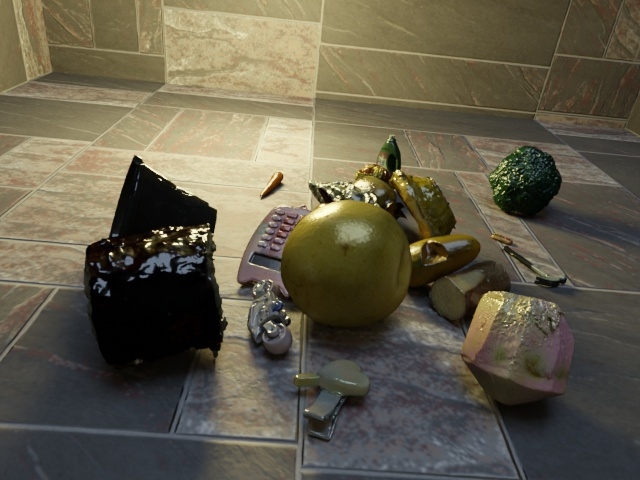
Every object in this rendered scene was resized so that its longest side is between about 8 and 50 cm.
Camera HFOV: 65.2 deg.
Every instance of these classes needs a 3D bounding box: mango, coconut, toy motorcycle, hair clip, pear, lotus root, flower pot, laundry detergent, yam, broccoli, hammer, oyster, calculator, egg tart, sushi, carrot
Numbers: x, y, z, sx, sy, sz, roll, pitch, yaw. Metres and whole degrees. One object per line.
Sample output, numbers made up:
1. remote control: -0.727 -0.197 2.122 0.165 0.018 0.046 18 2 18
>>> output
1. mango: 0.344 0.053 1.496 0.262 0.129 0.167 -22 0 6
2. coconut: 0.448 0.252 1.145 0.233 0.245 0.233 19 -11 4
3. toy motorcycle: -0.138 0.194 1.276 0.113 0.112 0.254 -3 32 -16
4. hair clip: 0.020 0.327 1.094 0.159 0.071 0.218 15 26 19
5. pear: 0.070 0.060 1.304 0.349 0.347 0.348 5 29 -3
6. lotus root: 0.210 -0.149 1.882 0.154 0.153 0.278 -12 36 -30
7. flower pot: -0.454 -0.035 1.428 0.251 0.379 0.379 16 23 -28
8. laundry detergent: 0.308 -0.360 2.211 0.063 0.210 0.137 -12 36 -31
9. yam: 0.441 0.139 1.446 0.239 0.128 0.129 -15 79 -32
10. broccoli: 0.853 -0.251 2.106 0.298 0.297 0.297 7 8 0
11. hammer: 0.703 0.082 1.698 0.103 0.029 0.246 -7 31 -24
12. oyster: 0.073 -0.140 1.818 0.162 0.158 0.351 -32 45 -23
13. calculator: -0.105 0.021 1.507 0.220 0.048 0.329 15 58 16
14. egg tart: 0.361 -0.107 1.681 0.132 0.341 0.341 -31 29 11
15. sushi: -0.371 0.123 1.144 0.295 0.281 0.299 -7 39 -15
16. carrot: -0.202 -0.226 2.049 0.048 0.048 0.216 13 35 11

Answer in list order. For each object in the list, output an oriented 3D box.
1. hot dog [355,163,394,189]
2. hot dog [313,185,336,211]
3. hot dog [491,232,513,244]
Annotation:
1. hot dog: 0.230 -0.268 2.071 0.123 0.092 0.262 10 1 30
2. hot dog: 0.055 -0.019 1.604 0.107 0.194 0.326 -34 49 -4
3. hot dog: 0.674 -0.009 1.856 0.083 0.021 0.037 26 34 29
